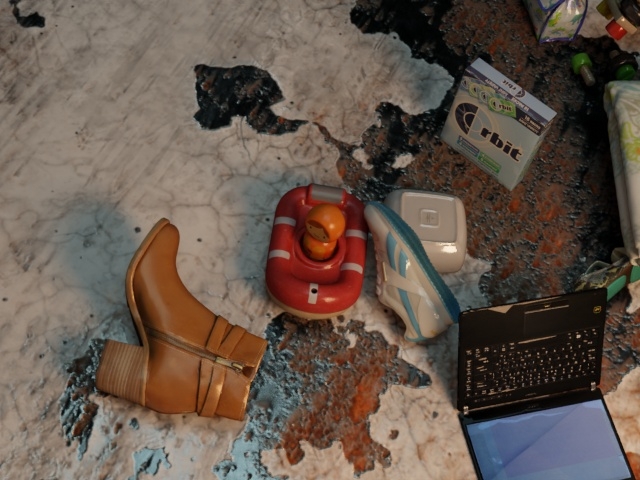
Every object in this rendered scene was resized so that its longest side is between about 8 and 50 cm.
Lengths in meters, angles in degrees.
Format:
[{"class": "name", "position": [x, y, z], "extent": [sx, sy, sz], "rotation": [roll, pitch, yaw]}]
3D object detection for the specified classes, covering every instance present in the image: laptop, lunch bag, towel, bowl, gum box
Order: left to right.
[{"class": "bowl", "position": [0.169, -0.024, 1.660], "extent": [0.142, 0.053, 0.142], "rotation": [7, 57, -5]}, {"class": "gum box", "position": [0.286, -0.187, 1.695], "extent": [0.157, 0.184, 0.041], "rotation": [39, 62, 15]}, {"class": "laptop", "position": [0.328, 0.227, 1.484], "extent": [0.234, 0.264, 0.136], "rotation": [-8, 25, -14]}, {"class": "lunch bag", "position": [0.434, -0.458, 1.896], "extent": [0.096, 0.151, 0.129], "rotation": [-7, 62, -12]}, {"class": "towel", "position": [0.641, -0.111, 1.674], "extent": [0.320, 0.090, 0.374], "rotation": [4, 57, -1]}]

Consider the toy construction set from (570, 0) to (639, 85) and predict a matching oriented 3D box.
[{"class": "toy construction set", "position": [0.596, -0.466, 1.854], "extent": [0.257, 0.309, 0.237], "rotation": [-3, 55, -19]}]

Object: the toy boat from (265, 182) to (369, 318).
[{"class": "toy boat", "position": [0.000, 0.000, 1.562], "extent": [0.151, 0.151, 0.231], "rotation": [9, 59, -2]}]

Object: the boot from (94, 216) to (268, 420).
[{"class": "boot", "position": [-0.181, 0.115, 1.491], "extent": [0.220, 0.109, 0.283], "rotation": [13, 61, 1]}]

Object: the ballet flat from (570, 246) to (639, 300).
[{"class": "ballet flat", "position": [0.477, 0.044, 1.660], "extent": [0.188, 0.070, 0.070], "rotation": [-27, 67, -25]}]

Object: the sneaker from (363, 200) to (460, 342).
[{"class": "sneaker", "position": [0.119, 0.045, 1.569], "extent": [0.092, 0.087, 0.229], "rotation": [-34, 75, 21]}]
